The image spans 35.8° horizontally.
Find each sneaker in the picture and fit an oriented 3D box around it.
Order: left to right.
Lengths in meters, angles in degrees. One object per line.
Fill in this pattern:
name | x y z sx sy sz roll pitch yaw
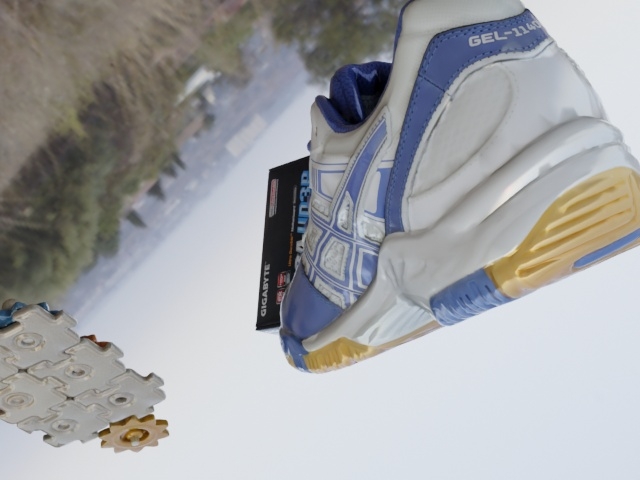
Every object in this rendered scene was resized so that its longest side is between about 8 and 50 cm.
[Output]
sneaker | 0.043 -0.019 0.481 0.111 0.131 0.296 -21 172 -26

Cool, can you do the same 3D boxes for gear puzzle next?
gear puzzle | -0.272 0.162 1.107 0.175 0.339 0.044 -26 -129 13

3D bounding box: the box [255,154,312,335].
box | 0.000 0.000 1.224 0.175 0.051 0.220 -14 -114 46
